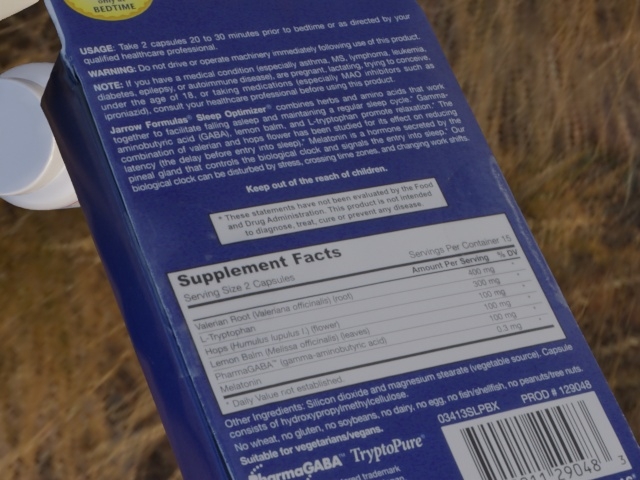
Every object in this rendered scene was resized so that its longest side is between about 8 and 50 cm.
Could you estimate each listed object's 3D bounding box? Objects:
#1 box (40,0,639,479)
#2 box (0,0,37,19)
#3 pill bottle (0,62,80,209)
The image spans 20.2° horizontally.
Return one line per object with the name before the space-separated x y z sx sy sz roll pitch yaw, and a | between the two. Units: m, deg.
box | 0.000 0.000 0.568 0.225 0.136 0.036 67 149 23
box | -0.373 -0.329 1.554 0.121 0.148 0.311 -26 90 2
pill bottle | -0.153 -0.062 1.070 0.087 0.160 0.087 1 93 18
